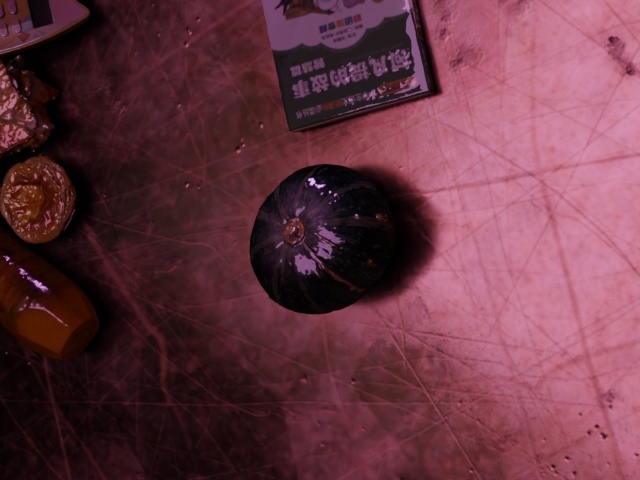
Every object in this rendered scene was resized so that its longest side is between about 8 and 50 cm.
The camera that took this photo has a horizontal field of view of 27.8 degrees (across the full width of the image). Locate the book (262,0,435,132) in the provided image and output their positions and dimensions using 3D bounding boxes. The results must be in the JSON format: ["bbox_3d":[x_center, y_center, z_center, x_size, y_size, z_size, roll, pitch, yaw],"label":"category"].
[{"bbox_3d":[0.024,-0.287,1.626,0.202,0.027,0.264,-13,86,25],"label":"book"}]

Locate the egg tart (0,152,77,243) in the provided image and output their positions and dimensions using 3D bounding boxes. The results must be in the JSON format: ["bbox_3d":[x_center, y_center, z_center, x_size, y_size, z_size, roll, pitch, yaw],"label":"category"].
[{"bbox_3d":[-0.394,-0.060,1.825,0.130,0.052,0.130,2,94,27],"label":"egg tart"}]

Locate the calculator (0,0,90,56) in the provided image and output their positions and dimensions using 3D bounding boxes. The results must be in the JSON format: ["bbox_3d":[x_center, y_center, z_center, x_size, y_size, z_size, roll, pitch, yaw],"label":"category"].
[{"bbox_3d":[-0.442,-0.326,1.793,0.236,0.033,0.157,-15,72,-1],"label":"calculator"}]

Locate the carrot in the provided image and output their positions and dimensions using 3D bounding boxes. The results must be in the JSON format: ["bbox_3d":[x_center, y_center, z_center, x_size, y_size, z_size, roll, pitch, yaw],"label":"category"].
[{"bbox_3d":[-0.441,0.052,1.822,0.302,0.114,0.114,37,107,20],"label":"carrot"}]

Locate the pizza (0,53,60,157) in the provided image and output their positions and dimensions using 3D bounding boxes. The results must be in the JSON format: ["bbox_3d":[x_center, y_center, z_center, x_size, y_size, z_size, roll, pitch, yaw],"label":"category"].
[{"bbox_3d":[-0.472,-0.183,1.840,0.228,0.081,0.290,15,92,20],"label":"pizza"}]

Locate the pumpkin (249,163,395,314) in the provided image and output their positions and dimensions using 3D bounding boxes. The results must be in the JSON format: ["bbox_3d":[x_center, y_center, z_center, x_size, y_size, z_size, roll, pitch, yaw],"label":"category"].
[{"bbox_3d":[0.001,-0.001,1.583,0.190,0.146,0.190,-7,67,17],"label":"pumpkin"}]
